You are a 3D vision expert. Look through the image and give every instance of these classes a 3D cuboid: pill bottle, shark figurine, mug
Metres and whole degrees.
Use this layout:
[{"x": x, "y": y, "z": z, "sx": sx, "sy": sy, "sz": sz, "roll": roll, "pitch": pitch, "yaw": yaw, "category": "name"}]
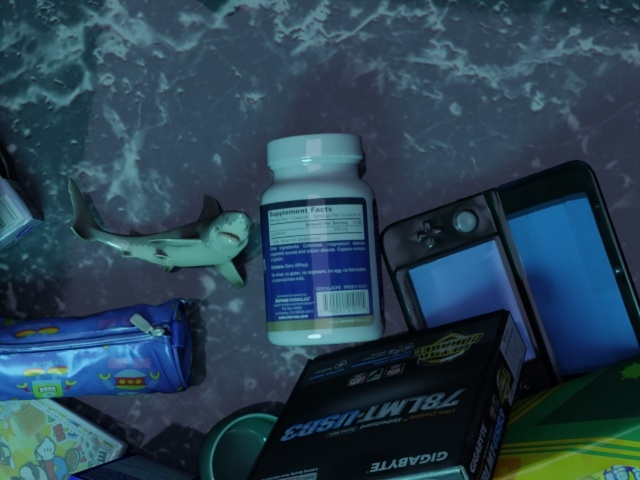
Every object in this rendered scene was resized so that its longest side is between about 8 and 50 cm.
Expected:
[{"x": 0.000, "y": 0.000, "z": 1.591, "sx": 0.153, "sy": 0.153, "sz": 0.265, "roll": -3, "pitch": 86, "yaw": 3, "category": "pill bottle"}, {"x": -0.194, "y": -0.020, "z": 1.649, "sx": 0.278, "sy": 0.166, "sz": 0.116, "roll": 2, "pitch": 61, "yaw": 21, "category": "shark figurine"}, {"x": -0.083, "y": 0.295, "z": 1.601, "sx": 0.158, "sy": 0.097, "sz": 0.129, "roll": 41, "pitch": 72, "yaw": -12, "category": "mug"}]

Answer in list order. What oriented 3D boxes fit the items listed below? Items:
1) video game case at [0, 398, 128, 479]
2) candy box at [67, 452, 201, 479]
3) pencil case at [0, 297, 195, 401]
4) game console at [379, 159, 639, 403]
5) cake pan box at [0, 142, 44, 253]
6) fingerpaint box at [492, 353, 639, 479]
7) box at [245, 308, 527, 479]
[{"x": -0.395, "y": 0.306, "z": 1.638, "sx": 0.227, "sy": 0.026, "sz": 0.206, "roll": 28, "pitch": 89, "yaw": 17, "category": "video game case"}, {"x": -0.260, "y": 0.408, "z": 1.502, "sx": 0.122, "sy": 0.317, "sz": 0.268, "roll": 21, "pitch": 86, "yaw": 7, "category": "candy box"}, {"x": -0.313, "y": 0.144, "z": 1.601, "sx": 0.306, "sy": 0.133, "sz": 0.119, "roll": -4, "pitch": 64, "yaw": -3, "category": "pencil case"}, {"x": 0.244, "y": 0.078, "z": 1.549, "sx": 0.250, "sy": 0.173, "sz": 0.293, "roll": -19, "pitch": 89, "yaw": -9, "category": "game console"}, {"x": -0.545, "y": -0.053, "z": 1.670, "sx": 0.267, "sy": 0.070, "sz": 0.246, "roll": -38, "pitch": 88, "yaw": 1, "category": "cake pan box"}, {"x": 0.369, "y": 0.389, "z": 1.469, "sx": 0.371, "sy": 0.163, "sz": 0.445, "roll": -21, "pitch": 108, "yaw": 2, "category": "fingerpaint box"}, {"x": 0.078, "y": 0.217, "z": 1.461, "sx": 0.295, "sy": 0.293, "sz": 0.073, "roll": -16, "pitch": 113, "yaw": 28, "category": "box"}]
